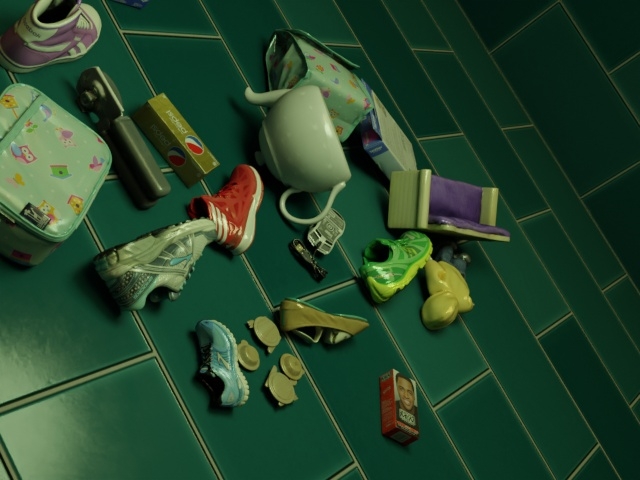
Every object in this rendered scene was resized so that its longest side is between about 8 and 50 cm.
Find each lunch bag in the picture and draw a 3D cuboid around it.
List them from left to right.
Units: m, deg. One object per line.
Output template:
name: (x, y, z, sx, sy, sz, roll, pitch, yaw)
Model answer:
lunch bag: (-0.466, -0.109, 1.413, 0.224, 0.108, 0.279, 41, 35, -20)
lunch bag: (-0.014, -0.400, 2.221, 0.223, 0.160, 0.262, 25, 32, -34)

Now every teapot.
teapot: (-0.052, -0.202, 1.973, 0.256, 0.187, 0.252, -106, 174, -56)

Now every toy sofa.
toy sofa: (0.343, -0.086, 2.319, 0.362, 0.177, 0.150, 8, 85, -50)

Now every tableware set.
tableware set: (-0.090, 0.223, 1.675, 0.168, 0.020, 0.141, 51, 31, -4)

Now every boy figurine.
boy figurine: (0.315, 0.121, 2.225, 0.177, 0.092, 0.285, 43, 35, -18)

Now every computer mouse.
computer mouse: (0.000, 0.000, 1.978, 0.106, 0.042, 0.193, 44, 39, -8)

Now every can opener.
can opener: (-0.356, -0.197, 1.666, 0.283, 0.076, 0.095, 59, 33, 4)

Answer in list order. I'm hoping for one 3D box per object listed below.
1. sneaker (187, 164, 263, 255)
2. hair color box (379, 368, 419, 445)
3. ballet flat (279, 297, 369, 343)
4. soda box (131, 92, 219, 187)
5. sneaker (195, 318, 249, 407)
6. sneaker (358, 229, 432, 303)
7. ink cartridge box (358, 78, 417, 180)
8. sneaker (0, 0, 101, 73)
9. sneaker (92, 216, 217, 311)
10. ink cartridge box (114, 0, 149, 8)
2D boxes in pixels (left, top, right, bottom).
sneaker: (-0.187, -0.087, 1.773, 0.128, 0.087, 0.221, 32, 38, -34)
hair color box: (0.163, 0.345, 1.866, 0.072, 0.043, 0.141, 32, 38, -30)
ballet flat: (0.004, 0.173, 1.812, 0.232, 0.080, 0.073, 19, 74, -39)
soda box: (-0.285, -0.197, 1.773, 0.181, 0.058, 0.061, 51, 33, -5)
sneaker: (-0.178, 0.208, 1.536, 0.073, 0.063, 0.162, -3, 62, -49)
sneaker: (0.175, 0.033, 2.106, 0.123, 0.109, 0.295, 52, 31, -5)
ink cartridge box: (0.167, -0.256, 2.330, 0.311, 0.065, 0.185, 48, 27, -49)
sneaker: (-0.457, -0.403, 1.648, 0.102, 0.161, 0.282, 46, 32, -10)
sneaker: (-0.272, 0.043, 1.556, 0.283, 0.110, 0.122, -28, 101, -55)
ink cartridge box: (-0.442, -0.605, 1.957, 0.097, 0.046, 0.207, 3, 59, -50)
